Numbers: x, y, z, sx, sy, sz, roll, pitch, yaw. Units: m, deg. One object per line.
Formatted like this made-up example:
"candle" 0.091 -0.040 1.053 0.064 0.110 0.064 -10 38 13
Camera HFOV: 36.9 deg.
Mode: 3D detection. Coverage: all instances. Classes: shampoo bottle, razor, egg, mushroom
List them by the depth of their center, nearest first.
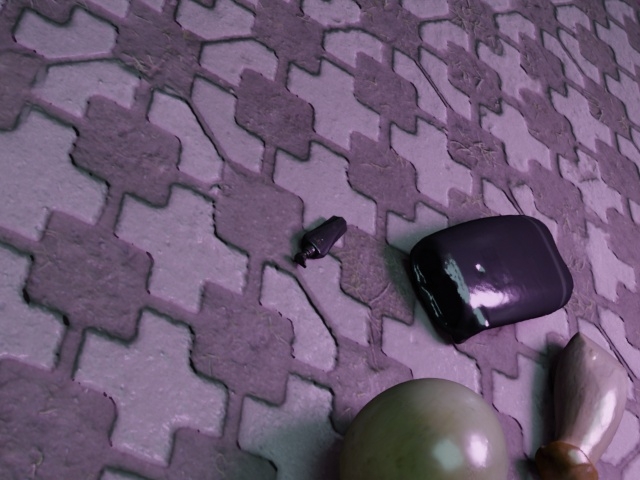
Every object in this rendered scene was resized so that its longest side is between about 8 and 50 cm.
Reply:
"egg" 0.145 0.291 1.292 0.218 0.218 0.295 51 26 2
"shampoo bottle" 0.000 0.000 1.533 0.048 0.027 0.137 47 40 1
"mushroom" 0.453 0.286 1.647 0.128 0.128 0.350 42 45 -8
"razor" 0.313 0.057 1.703 0.349 0.113 0.204 -11 70 -46
